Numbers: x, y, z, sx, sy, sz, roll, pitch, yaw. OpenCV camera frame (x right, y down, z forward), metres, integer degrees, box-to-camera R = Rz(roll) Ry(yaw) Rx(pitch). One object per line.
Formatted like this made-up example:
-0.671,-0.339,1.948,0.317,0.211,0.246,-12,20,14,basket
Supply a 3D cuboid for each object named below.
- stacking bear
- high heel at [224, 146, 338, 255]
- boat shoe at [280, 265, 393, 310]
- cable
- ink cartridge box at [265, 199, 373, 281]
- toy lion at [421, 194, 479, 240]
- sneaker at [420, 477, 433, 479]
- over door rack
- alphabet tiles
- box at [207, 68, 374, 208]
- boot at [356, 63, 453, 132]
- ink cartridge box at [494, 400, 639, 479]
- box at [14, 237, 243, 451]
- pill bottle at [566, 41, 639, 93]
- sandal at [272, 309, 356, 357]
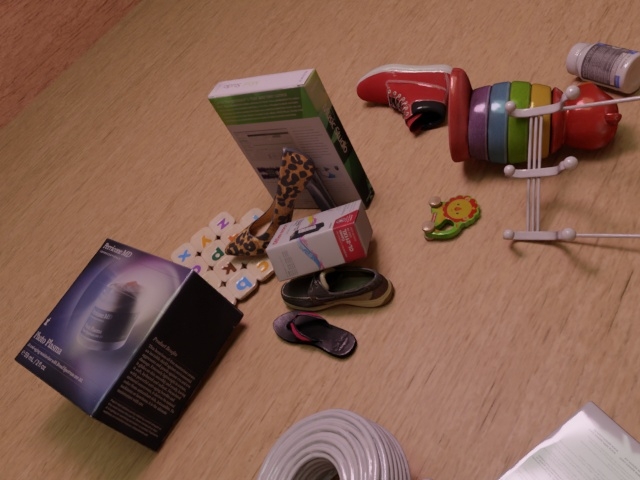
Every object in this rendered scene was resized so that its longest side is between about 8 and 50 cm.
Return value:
0.392,-0.224,1.128,0.289,0.175,0.164,2,83,20,stacking bear
-0.114,-0.076,1.226,0.261,0.186,0.093,-26,39,10,high heel
0.020,0.079,1.119,0.223,0.073,0.080,-3,49,28,boat shoe
0.004,0.354,0.815,0.257,0.089,0.257,-16,44,44,cable
0.000,0.000,1.135,0.175,0.072,0.127,-17,19,16,ink cartridge box
0.245,-0.045,1.137,0.096,0.034,0.100,5,53,25,toy lion
0.175,0.404,0.724,0.126,0.091,0.240,-2,46,5,sneaker
0.441,-0.115,0.941,0.324,0.108,0.239,2,89,33,over door rack
-0.213,0.046,1.331,0.284,0.021,0.278,-41,42,-10,alphabet tiles
-0.052,-0.190,1.233,0.232,0.322,0.058,2,52,32,box
0.177,-0.317,1.399,0.244,0.088,0.176,3,54,29,boot
0.319,0.337,0.712,0.224,0.045,0.223,-37,41,-4,ink cartridge box
-0.361,0.181,1.157,0.296,0.183,0.294,14,63,39,box
0.556,-0.341,1.193,0.078,0.078,0.137,-41,43,-9,pill bottle
-0.015,0.157,1.089,0.179,0.040,0.067,13,58,39,sandal
